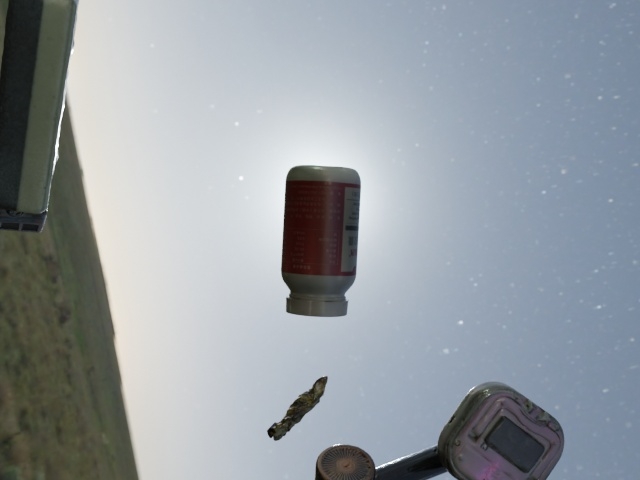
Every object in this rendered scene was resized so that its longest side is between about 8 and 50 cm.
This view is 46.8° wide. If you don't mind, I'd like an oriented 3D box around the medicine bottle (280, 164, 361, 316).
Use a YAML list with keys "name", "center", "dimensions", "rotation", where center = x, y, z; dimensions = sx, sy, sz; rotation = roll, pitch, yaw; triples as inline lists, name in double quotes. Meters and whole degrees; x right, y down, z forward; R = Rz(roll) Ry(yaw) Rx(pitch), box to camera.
- name: "medicine bottle"
  center: [0.000, 0.000, 1.260]
  dimensions: [0.131, 0.131, 0.250]
  rotation: [-174, -93, -72]

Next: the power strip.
- name: "power strip"
  center: [-0.312, -0.154, 0.804]
  dimensions: [0.105, 0.070, 0.256]
  rotation: [-114, -141, -58]

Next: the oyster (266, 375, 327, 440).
- name: "oyster"
  center: [-0.037, 0.280, 1.226]
  dimensions: [0.029, 0.132, 0.086]
  rotation: [43, -45, 13]

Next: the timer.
- name: "timer"
  center: [0.324, 0.365, 1.318]
  dimensions: [0.190, 0.208, 0.069]
  rotation: [-55, -171, -2]

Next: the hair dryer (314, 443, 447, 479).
- name: "hair dryer"
  center: [0.147, 0.444, 1.353]
  dimensions: [0.107, 0.352, 0.189]
  rotation: [44, -44, 50]

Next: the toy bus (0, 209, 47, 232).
- name: "toy bus"
  center: [-0.393, -0.038, 0.870]
  dimensions: [0.052, 0.131, 0.037]
  rotation: [-56, -139, 42]
